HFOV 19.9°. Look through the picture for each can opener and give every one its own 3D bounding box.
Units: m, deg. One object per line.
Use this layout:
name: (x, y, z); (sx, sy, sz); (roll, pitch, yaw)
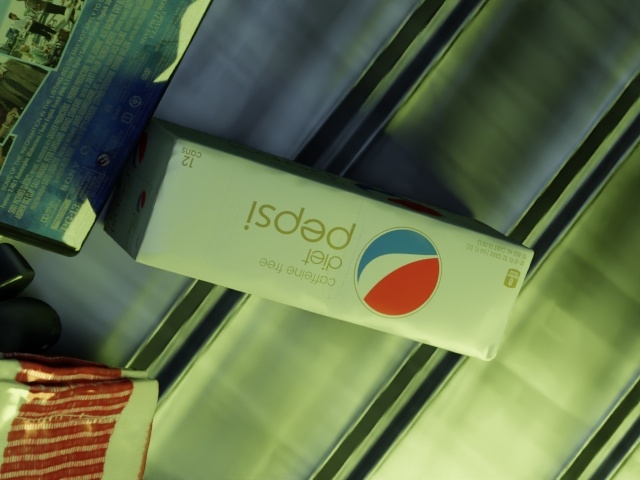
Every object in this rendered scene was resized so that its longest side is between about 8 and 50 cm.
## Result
can opener: (-0.217, 0.078, 0.933); (0.186, 0.073, 0.059); (-35, 152, -6)

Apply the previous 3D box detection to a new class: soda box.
soda box: (0.000, 0.000, 0.974); (0.216, 0.074, 0.069); (16, 98, -23)

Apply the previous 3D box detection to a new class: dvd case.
dvd case: (-0.185, -0.104, 0.868); (0.253, 0.022, 0.180); (20, 107, -35)

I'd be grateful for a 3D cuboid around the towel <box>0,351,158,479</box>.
towel: (-0.186, 0.165, 0.832); (0.329, 0.037, 0.237); (13, 83, -59)
